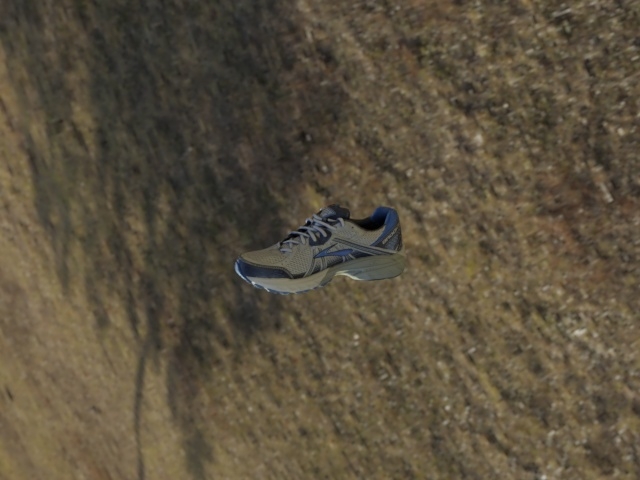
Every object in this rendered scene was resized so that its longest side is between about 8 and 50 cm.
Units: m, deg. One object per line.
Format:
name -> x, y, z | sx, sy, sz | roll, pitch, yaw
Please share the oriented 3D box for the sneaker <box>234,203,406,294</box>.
sneaker -> 0.000, 0.000, 0.782 | 0.052, 0.135, 0.058 | -138, 44, -56
